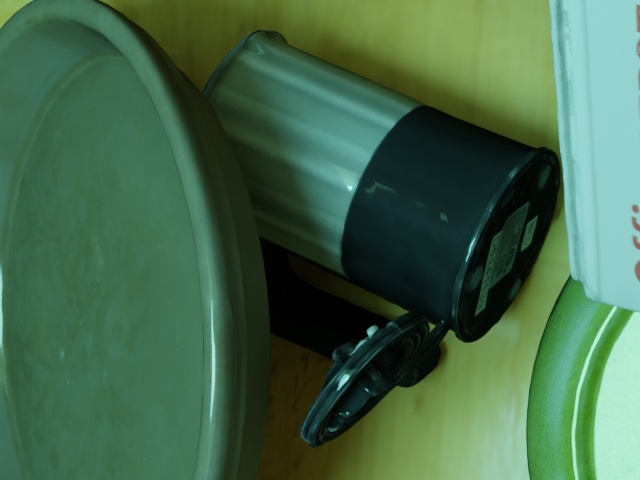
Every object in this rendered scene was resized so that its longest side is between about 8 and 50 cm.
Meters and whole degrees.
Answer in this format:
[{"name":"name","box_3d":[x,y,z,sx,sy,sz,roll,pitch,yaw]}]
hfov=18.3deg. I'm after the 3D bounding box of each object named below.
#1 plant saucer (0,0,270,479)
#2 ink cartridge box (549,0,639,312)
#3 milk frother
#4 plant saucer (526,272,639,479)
[{"name":"plant saucer","box_3d":[-0.095,0.037,0.822,0.278,0.041,0.277,5,96,57]},{"name":"ink cartridge box","box_3d":[0.193,-0.037,0.642,0.218,0.092,0.158,13,136,24]},{"name":"milk frother","box_3d":[0.000,0.000,0.784,0.135,0.143,0.129,25,106,22]},{"name":"plant saucer","box_3d":[0.186,0.077,0.751,0.241,0.037,0.241,-1,89,25]}]
